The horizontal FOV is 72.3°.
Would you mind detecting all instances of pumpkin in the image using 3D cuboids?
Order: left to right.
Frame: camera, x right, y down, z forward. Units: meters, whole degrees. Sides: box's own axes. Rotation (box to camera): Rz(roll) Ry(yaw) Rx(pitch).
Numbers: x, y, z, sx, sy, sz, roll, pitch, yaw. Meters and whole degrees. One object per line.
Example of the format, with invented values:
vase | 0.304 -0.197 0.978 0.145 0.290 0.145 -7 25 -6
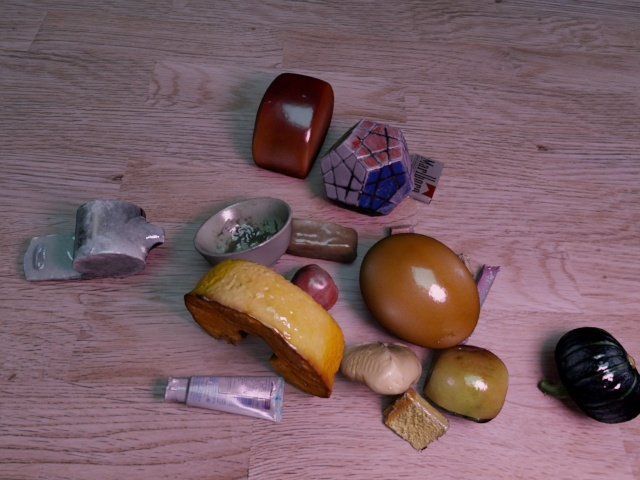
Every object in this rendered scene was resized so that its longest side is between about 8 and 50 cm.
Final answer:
pumpkin | 0.709 0.368 1.167 0.247 0.248 0.248 2 61 -4

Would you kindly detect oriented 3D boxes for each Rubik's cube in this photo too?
Rubik's cube | 0.152 -0.224 1.398 0.318 0.319 0.264 -16 37 -13

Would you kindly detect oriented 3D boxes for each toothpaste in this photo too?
toothpaste | -0.245 0.399 1.140 0.299 0.073 0.114 9 59 -9

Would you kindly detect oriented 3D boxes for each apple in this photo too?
apple | 0.383 0.369 1.155 0.188 0.174 0.207 20 45 3

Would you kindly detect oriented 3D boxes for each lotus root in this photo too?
lotus root | 0.459 0.082 1.390 0.037 0.030 0.083 10 59 -36

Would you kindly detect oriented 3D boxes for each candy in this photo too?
candy | 0.000 0.000 1.356 0.233 0.102 0.104 6 61 1

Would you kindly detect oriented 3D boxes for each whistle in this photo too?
whistle | -0.656 0.020 1.273 0.404 0.188 0.168 -19 65 22

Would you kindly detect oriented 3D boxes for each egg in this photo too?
egg | 0.268 0.136 1.200 0.282 0.283 0.351 -36 73 -22

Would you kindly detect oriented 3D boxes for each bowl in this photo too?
bowl | -0.204 0.010 1.268 0.289 0.146 0.289 -11 33 8

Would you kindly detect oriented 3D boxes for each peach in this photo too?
peach | -0.032 0.142 1.258 0.152 0.152 0.152 2 61 -4

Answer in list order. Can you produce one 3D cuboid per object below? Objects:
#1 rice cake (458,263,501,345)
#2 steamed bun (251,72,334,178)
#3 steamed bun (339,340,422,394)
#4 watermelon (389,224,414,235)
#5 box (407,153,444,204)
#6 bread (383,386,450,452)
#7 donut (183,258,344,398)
rice cake | 0.463 0.185 1.307 0.051 0.081 0.290 35 64 0
steamed bun | -0.088 -0.417 1.494 0.234 0.248 0.380 17 62 5
steamed bun | 0.170 0.316 1.130 0.231 0.212 0.111 2 90 -7
watermelon | 0.262 -0.013 1.405 0.084 0.072 0.092 -18 67 5
box | 0.358 -0.219 1.544 0.115 0.036 0.178 23 62 8
bread | 0.241 0.445 1.109 0.147 0.152 0.127 38 75 16
donut | -0.121 0.201 1.089 0.435 0.378 0.163 30 63 6
